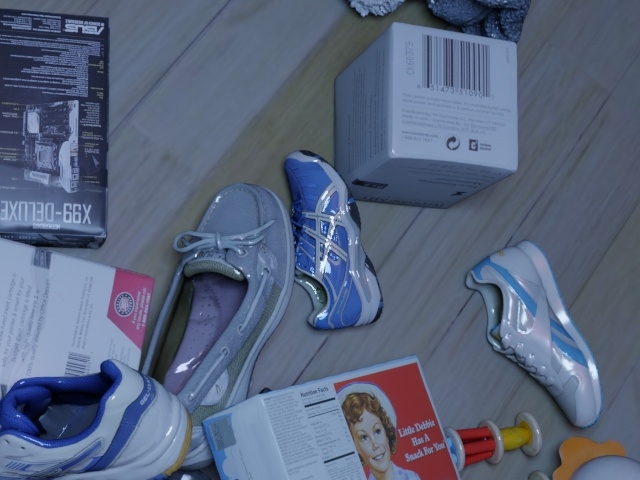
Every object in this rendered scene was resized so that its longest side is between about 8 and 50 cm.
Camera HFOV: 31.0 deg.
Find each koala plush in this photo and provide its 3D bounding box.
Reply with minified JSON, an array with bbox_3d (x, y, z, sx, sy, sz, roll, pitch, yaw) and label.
[{"bbox_3d":[0.143,-0.331,1.372,0.221,0.203,0.196,11,65,6],"label":"koala plush"}]

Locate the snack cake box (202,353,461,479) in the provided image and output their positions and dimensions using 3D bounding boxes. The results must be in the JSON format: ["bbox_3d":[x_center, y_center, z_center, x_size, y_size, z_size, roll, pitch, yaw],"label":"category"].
[{"bbox_3d":[0.019,0.216,1.171,0.264,0.089,0.152,-5,71,-51],"label":"snack cake box"}]

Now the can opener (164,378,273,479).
[{"bbox_3d":[-0.128,0.263,1.188,0.093,0.074,0.280,34,71,-5],"label":"can opener"}]

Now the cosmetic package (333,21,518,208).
[{"bbox_3d":[0.113,-0.133,1.294,0.151,0.183,0.151,6,76,-17],"label":"cosmetic package"}]

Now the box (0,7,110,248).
[{"bbox_3d":[-0.372,-0.120,1.188,0.307,0.076,0.242,2,78,-18],"label":"box"}]

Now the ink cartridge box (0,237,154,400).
[{"bbox_3d":[-0.293,0.092,1.145,0.218,0.092,0.159,17,70,-25],"label":"ink cartridge box"}]

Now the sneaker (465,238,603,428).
[{"bbox_3d":[0.251,0.118,1.347,0.092,0.087,0.229,-23,80,-14],"label":"sneaker"}]

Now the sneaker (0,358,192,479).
[{"bbox_3d":[-0.269,0.177,1.039,0.296,0.131,0.112,-21,46,11],"label":"sneaker"}]

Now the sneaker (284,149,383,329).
[{"bbox_3d":[0.000,0.000,1.284,0.081,0.080,0.211,-18,83,-24],"label":"sneaker"}]

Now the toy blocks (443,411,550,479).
[{"bbox_3d":[0.182,0.266,1.302,0.148,0.054,0.123,-8,81,-20],"label":"toy blocks"}]

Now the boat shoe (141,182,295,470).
[{"bbox_3d":[-0.113,0.071,1.187,0.118,0.103,0.320,6,62,26],"label":"boat shoe"}]

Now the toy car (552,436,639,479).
[{"bbox_3d":[0.362,0.312,1.285,0.210,0.219,0.238,-22,70,-21],"label":"toy car"}]
